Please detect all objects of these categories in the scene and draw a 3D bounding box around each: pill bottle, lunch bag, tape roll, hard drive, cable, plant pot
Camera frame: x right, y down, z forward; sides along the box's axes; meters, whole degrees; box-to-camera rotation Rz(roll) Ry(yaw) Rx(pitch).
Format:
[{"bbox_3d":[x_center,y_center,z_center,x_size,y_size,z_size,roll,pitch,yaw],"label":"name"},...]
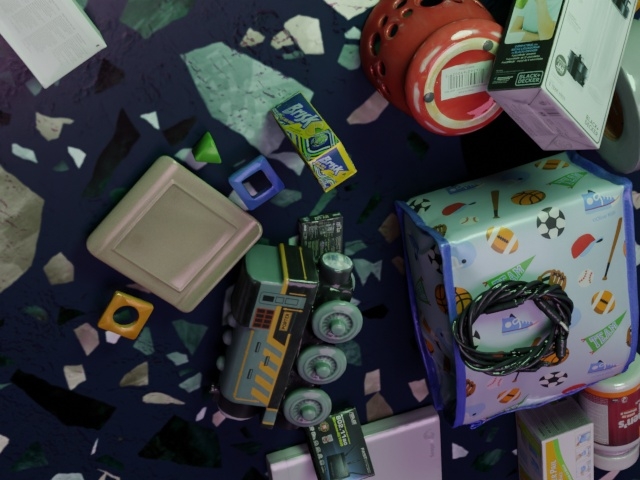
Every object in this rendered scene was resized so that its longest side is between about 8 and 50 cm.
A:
[{"bbox_3d":[0.529,0.306,2.163,0.121,0.121,0.221,-18,125,-11],"label":"pill bottle"},{"bbox_3d":[0.313,0.089,1.871,0.327,0.239,0.386,-17,115,-9],"label":"lunch bag"},{"bbox_3d":[0.447,-0.211,1.747,0.072,0.219,0.219,-19,125,-9],"label":"tape roll"},{"bbox_3d":[0.064,0.415,2.094,0.307,0.040,0.203,-14,124,-13],"label":"hard drive"},{"bbox_3d":[0.279,0.126,1.719,0.184,0.047,0.151,4,117,-14],"label":"cable"},{"bbox_3d":[0.170,-0.245,1.644,0.191,0.174,0.191,-11,126,-15],"label":"plant pot"}]

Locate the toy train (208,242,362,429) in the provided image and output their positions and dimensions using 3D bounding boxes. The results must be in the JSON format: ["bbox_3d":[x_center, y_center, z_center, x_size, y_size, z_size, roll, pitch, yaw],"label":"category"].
[{"bbox_3d":[-0.057,0.151,1.822,0.190,0.142,0.334,10,124,-12],"label":"toy train"}]

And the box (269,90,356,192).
[{"bbox_3d":[-0.012,-0.139,1.636,0.054,0.169,0.059,-33,127,-1],"label":"box"}]

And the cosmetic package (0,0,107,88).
[{"bbox_3d":[-0.371,-0.309,1.452,0.099,0.060,0.239,-33,127,2],"label":"cosmetic package"}]

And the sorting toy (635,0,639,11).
[{"bbox_3d":[0.410,-0.460,1.686,0.307,0.041,0.229,33,104,-34],"label":"sorting toy"}]

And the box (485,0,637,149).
[{"bbox_3d":[0.333,-0.285,1.593,0.169,0.087,0.290,34,67,-43],"label":"box"}]

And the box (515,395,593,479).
[{"bbox_3d":[0.429,0.388,2.179,0.103,0.114,0.203,-17,126,-11],"label":"box"}]

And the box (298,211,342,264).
[{"bbox_3d":[0.000,0.000,1.821,0.067,0.018,0.083,-11,124,-16],"label":"box"}]

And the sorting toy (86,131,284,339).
[{"bbox_3d":[-0.212,-0.010,1.715,0.196,0.047,0.348,38,101,-31],"label":"sorting toy"}]

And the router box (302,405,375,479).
[{"bbox_3d":[0.030,0.350,1.998,0.092,0.038,0.122,-16,85,-13],"label":"router box"}]
